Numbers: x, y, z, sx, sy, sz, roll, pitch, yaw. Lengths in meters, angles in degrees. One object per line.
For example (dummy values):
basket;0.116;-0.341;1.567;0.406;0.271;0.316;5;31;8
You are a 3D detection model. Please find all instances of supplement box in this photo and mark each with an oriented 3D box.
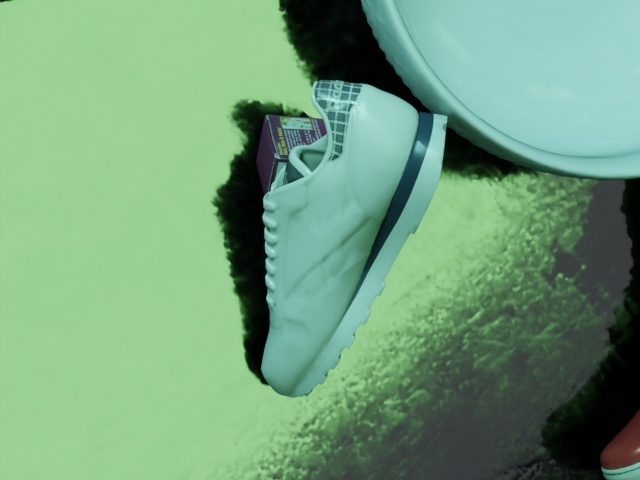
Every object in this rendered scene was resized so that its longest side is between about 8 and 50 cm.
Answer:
supplement box;0.003;-0.052;1.128;0.083;0.055;0.043;4;126;-13

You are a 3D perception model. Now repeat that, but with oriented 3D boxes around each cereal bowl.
cereal bowl;0.172;-0.210;1.126;0.339;0.141;0.339;-1;93;-14

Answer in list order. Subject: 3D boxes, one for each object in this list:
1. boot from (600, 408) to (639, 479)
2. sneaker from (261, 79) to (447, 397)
boot;0.260;0.050;1.188;0.244;0.088;0.176;-39;100;-18
sneaker;0.000;0.000;1.090;0.095;0.090;0.235;19;119;-10
